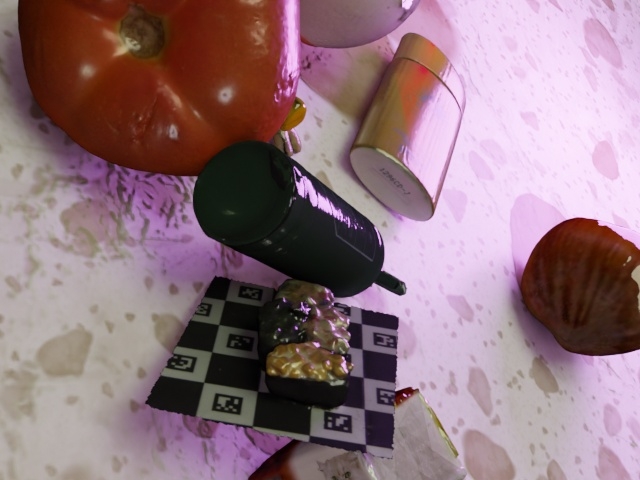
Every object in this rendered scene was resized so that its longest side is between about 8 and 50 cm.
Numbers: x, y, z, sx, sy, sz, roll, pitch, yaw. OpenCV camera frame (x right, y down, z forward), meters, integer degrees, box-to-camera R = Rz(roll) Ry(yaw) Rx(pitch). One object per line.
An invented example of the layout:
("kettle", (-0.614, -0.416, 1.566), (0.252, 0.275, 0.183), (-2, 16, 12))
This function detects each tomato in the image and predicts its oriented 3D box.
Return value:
("tomato", (-0.139, -0.179, 0.740), (0.260, 0.260, 0.180), (53, 12, -3))

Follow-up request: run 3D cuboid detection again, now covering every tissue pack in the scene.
("tissue pack", (0.028, 0.203, 0.713), (0.106, 0.149, 0.099), (-20, 79, -49))

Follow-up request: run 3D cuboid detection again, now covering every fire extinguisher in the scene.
("fire extinguisher", (0.000, 0.000, 0.804), (0.095, 0.114, 0.311), (-64, 155, -3))

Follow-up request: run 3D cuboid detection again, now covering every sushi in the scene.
("sushi", (-0.023, 0.077, 0.697), (0.192, 0.050, 0.215), (12, 26, 1))

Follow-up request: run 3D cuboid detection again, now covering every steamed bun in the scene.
("steamed bun", (-0.018, -0.339, 0.975), (0.283, 0.177, 0.283), (44, 15, -14))

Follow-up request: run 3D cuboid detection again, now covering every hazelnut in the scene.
("hazelnut", (0.383, 0.073, 1.129), (0.186, 0.210, 0.210), (38, 34, -66))

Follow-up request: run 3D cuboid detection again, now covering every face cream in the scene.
("face cream", (0.127, -0.160, 1.100), (0.139, 0.067, 0.285), (42, 43, -19))

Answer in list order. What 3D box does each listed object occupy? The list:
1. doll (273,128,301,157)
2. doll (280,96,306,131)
("doll", (-0.046, -0.144, 0.937), (0.093, 0.051, 0.061), (57, 35, -1))
("doll", (-0.130, -0.245, 0.869), (0.316, 0.145, 0.103), (55, 10, 1))
